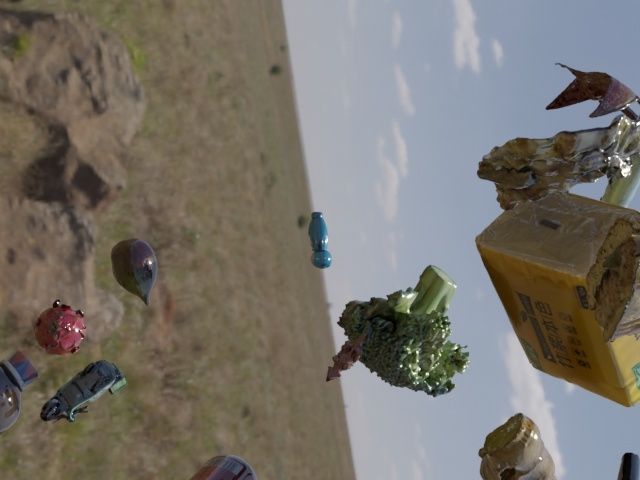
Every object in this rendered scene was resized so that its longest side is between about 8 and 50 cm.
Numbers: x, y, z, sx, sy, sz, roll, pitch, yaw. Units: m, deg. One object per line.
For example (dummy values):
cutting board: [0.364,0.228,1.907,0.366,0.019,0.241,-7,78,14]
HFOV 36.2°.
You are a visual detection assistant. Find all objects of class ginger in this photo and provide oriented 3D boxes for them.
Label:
ginger: [0.407,0.455,2.029,0.190,0.126,0.354,29,-19,28]

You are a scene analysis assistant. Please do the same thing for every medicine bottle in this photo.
medicine bottle: [-0.223,0.526,1.920,0.250,0.131,0.131,-36,120,-65]

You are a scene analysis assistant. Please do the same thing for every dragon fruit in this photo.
dragon fruit: [-0.650,0.227,2.444,0.166,0.133,0.136,-26,-154,55]

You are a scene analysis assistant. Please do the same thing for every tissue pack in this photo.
tissue pack: [0.522,0.111,1.967,0.293,0.228,0.382,21,-31,48]

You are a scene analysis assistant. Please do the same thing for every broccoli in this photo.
broccoli: [0.210,0.225,2.312,0.277,0.338,0.318,41,-52,44]

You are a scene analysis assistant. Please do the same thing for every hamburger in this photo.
hamburger: [0.508,0.050,1.562,0.262,0.131,0.124,86,-11,-59]

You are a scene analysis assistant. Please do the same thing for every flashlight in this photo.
flashlight: [0.000,0.000,2.185,0.051,0.051,0.129,88,-1,-80]

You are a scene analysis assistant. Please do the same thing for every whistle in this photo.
whistle: [0.627,-0.163,1.944,0.312,0.062,0.062,95,-12,-56]

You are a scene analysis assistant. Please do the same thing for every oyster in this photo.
oyster: [0.290,-0.097,1.183,0.223,0.214,0.083,0,74,-64]

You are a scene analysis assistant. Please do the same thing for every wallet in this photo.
wallet: [0.473,0.477,1.540,0.318,0.045,0.172,-39,132,-63]

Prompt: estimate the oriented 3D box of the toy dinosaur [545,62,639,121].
toy dinosaur: [0.582,-0.310,2.151,0.206,0.113,0.327,32,6,-34]

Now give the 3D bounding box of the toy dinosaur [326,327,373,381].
toy dinosaur: [0.063,0.249,2.134,0.049,0.154,0.055,39,-17,14]

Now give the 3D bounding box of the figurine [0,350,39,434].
figurine: [-0.658,0.299,1.811,0.158,0.275,0.161,-141,-137,-59]

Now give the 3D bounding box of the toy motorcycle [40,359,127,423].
toy motorcycle: [-0.458,0.297,1.879,0.058,0.173,0.100,45,-22,24]

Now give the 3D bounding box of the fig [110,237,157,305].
fig: [-0.411,0.072,2.187,0.109,0.103,0.155,-89,162,-79]
